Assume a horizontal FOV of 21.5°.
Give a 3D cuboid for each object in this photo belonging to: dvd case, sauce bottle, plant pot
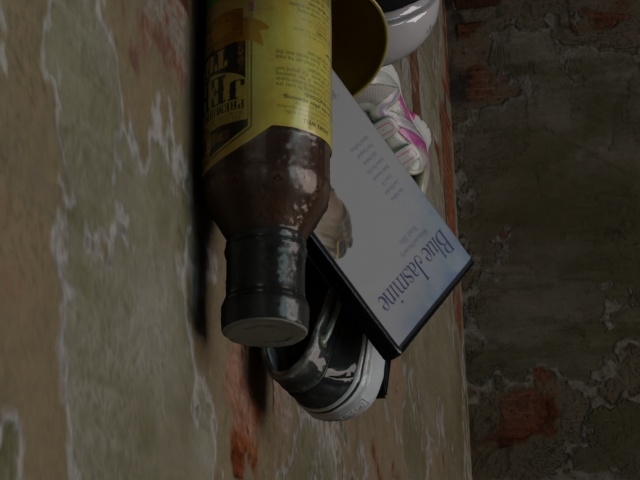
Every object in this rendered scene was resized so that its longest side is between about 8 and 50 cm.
[{"bbox_3d":[0.029,-0.034,1.538,0.253,0.022,0.180,53,38,-8],"label":"dvd case"},{"bbox_3d":[-0.044,-0.084,1.394,0.111,0.111,0.344,65,22,-64],"label":"sauce bottle"},{"bbox_3d":[-0.013,-0.206,1.637,0.095,0.134,0.134,-123,-163,-52],"label":"plant pot"}]

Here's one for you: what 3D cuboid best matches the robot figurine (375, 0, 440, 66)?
[{"bbox_3d":[0.031,-0.317,1.775,0.173,0.209,0.278,-123,-160,-61],"label":"robot figurine"}]

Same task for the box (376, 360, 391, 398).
[{"bbox_3d":[0.047,0.054,2.021,0.175,0.051,0.220,-79,161,-57],"label":"box"}]

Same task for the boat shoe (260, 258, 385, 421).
[{"bbox_3d":[0.000,0.000,1.575,0.119,0.121,0.335,42,35,-49],"label":"boat shoe"}]

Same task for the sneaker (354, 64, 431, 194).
[{"bbox_3d":[0.067,-0.117,1.935,0.252,0.103,0.111,41,32,-51],"label":"sneaker"}]
